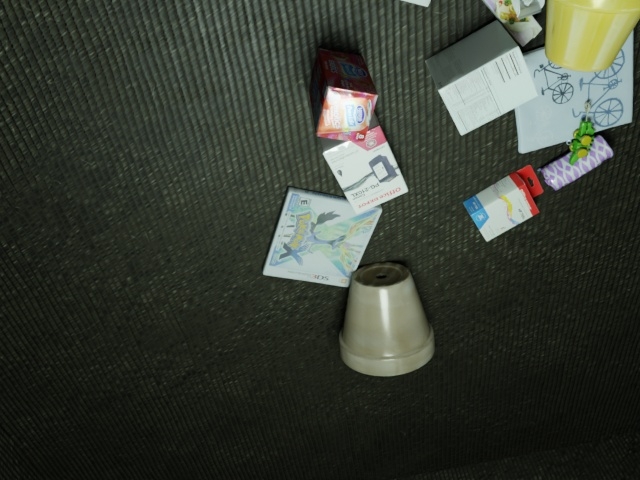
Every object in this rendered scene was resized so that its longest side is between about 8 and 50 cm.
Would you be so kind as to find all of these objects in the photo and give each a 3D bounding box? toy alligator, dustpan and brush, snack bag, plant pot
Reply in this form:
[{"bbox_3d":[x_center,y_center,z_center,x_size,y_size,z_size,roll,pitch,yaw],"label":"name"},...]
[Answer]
[{"bbox_3d":[0.756,-0.300,1.639,0.051,0.056,0.190,-1,122,-7],"label":"toy alligator"},{"bbox_3d":[0.482,-0.645,1.362,0.060,0.147,0.211,-16,102,49],"label":"dustpan and brush"},{"bbox_3d":[0.697,-0.414,1.606,0.342,0.037,0.323,-17,127,8],"label":"snack bag"},{"bbox_3d":[0.206,0.236,1.887,0.323,0.323,0.281,-9,112,-2],"label":"plant pot"},{"bbox_3d":[0.644,-0.546,1.366,0.253,0.254,0.239,-5,133,-5],"label":"plant pot"}]

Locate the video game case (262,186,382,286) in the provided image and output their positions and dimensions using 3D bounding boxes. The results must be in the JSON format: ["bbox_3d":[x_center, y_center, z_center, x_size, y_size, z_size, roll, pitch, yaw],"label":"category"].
[{"bbox_3d":[0.000,0.000,1.815,0.299,0.036,0.329,10,125,-16],"label":"video game case"}]

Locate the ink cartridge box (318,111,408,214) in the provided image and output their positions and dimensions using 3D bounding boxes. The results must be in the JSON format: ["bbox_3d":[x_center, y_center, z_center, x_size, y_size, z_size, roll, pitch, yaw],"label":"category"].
[{"bbox_3d":[0.125,-0.214,1.628,0.171,0.100,0.237,-24,127,10],"label":"ink cartridge box"}]

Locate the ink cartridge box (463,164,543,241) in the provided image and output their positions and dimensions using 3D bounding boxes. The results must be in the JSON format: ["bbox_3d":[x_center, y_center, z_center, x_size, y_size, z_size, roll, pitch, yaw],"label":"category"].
[{"bbox_3d":[0.581,-0.115,1.790,0.231,0.078,0.134,-32,126,15],"label":"ink cartridge box"}]

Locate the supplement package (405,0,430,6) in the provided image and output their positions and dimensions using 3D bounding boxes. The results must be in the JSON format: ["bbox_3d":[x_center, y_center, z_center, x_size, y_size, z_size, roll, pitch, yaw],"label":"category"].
[{"bbox_3d":[0.135,-0.630,1.284,0.244,0.139,0.134,8,124,-14],"label":"supplement package"}]

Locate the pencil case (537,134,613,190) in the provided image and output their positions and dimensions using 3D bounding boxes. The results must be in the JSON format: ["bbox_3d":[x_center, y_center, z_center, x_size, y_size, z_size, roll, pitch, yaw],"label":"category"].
[{"bbox_3d":[0.767,-0.230,1.730,0.206,0.086,0.088,-32,160,18],"label":"pencil case"}]

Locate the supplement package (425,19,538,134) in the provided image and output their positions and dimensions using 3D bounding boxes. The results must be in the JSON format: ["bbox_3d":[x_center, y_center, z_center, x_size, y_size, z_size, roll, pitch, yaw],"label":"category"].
[{"bbox_3d":[0.399,-0.409,1.447,0.203,0.194,0.149,-26,125,18],"label":"supplement package"}]

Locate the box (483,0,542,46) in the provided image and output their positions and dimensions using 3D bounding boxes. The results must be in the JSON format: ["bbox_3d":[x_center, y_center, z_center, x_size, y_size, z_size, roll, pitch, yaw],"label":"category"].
[{"bbox_3d":[0.417,-0.605,1.395,0.324,0.067,0.063,35,115,-29],"label":"box"}]

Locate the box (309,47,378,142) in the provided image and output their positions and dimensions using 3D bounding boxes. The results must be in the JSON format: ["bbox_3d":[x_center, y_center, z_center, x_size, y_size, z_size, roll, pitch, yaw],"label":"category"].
[{"bbox_3d":[0.049,-0.358,1.406,0.122,0.257,0.128,7,126,-12],"label":"box"}]
